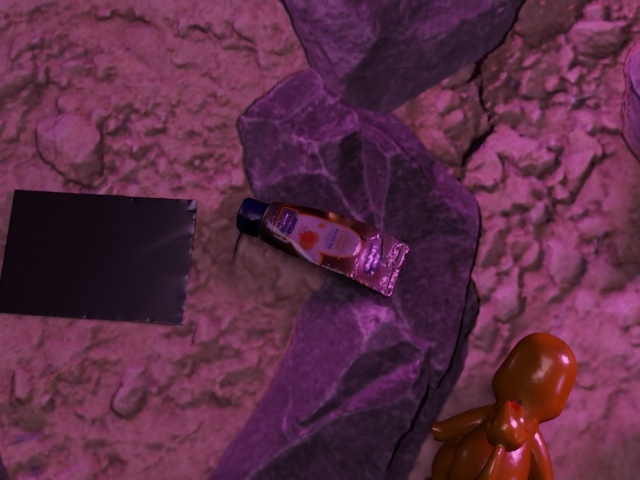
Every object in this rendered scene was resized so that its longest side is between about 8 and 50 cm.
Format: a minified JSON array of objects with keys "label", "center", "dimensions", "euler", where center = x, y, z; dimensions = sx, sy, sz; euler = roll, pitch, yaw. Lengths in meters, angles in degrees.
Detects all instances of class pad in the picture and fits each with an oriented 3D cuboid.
[{"label":"pad","center":[-0.220,0.015,0.964],"dimensions":[0.190,0.004,0.127],"euler":[4,74,5]}]

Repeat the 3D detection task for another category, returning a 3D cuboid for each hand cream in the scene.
[{"label":"hand cream","center":[0.000,0.000,0.932],"dimensions":[0.163,0.039,0.062],"euler":[19,60,8]}]

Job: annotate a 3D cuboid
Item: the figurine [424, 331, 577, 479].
[{"label":"figurine","center":[0.159,0.156,0.827],"dimensions":[0.121,0.122,0.176],"euler":[27,79,15]}]
